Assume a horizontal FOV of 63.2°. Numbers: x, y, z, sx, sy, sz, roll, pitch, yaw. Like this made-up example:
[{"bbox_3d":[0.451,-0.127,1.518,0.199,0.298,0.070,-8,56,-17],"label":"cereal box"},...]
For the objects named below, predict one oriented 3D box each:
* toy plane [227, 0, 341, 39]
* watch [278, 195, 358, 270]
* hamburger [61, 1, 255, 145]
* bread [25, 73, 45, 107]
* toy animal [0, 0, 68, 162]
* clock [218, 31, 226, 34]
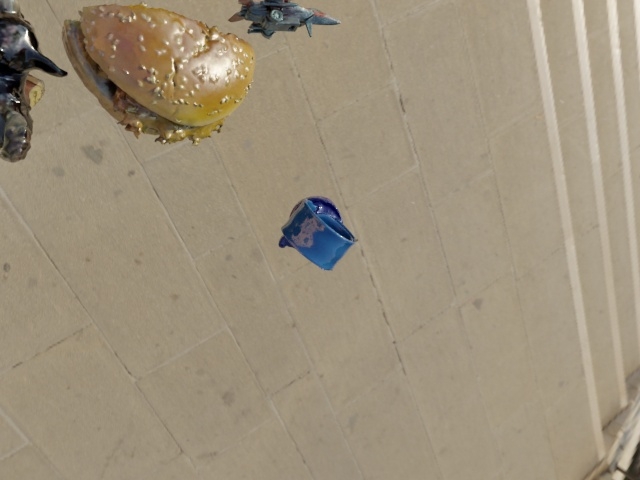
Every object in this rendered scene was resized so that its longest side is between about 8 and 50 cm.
[{"bbox_3d":[-0.092,-0.640,1.495,0.326,0.223,0.105,7,80,-21],"label":"toy plane"},{"bbox_3d":[-0.003,-0.009,1.300,0.196,0.200,0.171,27,104,-15],"label":"watch"},{"bbox_3d":[-0.356,-0.372,1.247,0.445,0.268,0.287,-2,91,-46],"label":"hamburger"},{"bbox_3d":[-0.915,-0.475,1.608,0.067,0.192,0.119,-48,158,-32],"label":"bread"},{"bbox_3d":[-0.683,-0.348,1.115,0.194,0.302,0.345,-4,116,-53],"label":"toy animal"},{"bbox_3d":[-0.346,-0.631,1.664,0.210,0.159,0.066,7,103,-24],"label":"clock"}]
